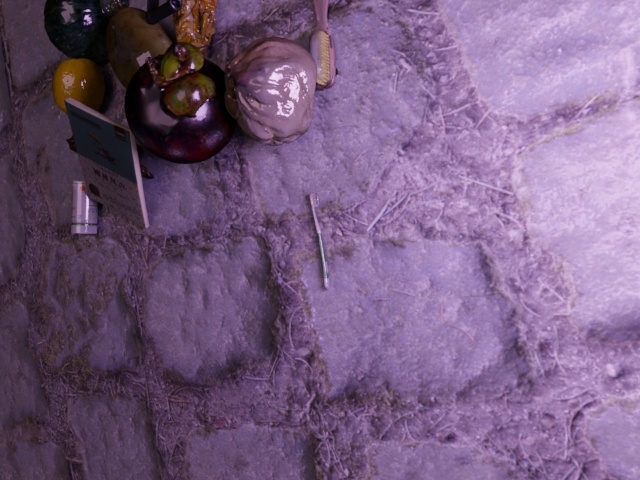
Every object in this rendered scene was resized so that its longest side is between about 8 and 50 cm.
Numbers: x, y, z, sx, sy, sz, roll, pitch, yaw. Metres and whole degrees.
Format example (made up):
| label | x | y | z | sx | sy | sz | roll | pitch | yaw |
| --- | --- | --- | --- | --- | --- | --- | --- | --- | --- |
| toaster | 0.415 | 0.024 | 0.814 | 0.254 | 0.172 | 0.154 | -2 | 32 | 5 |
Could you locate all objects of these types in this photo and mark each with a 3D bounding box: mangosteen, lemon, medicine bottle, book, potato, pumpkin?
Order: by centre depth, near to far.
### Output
| label | x | y | z | sx | sy | sz | roll | pitch | yaw |
| --- | --- | --- | --- | --- | --- | --- | --- | --- | --- |
| mangosteen | -0.380 | -0.368 | 1.319 | 0.306 | 0.359 | 0.306 | -1 | 80 | 3 |
| potato | -0.549 | -0.581 | 1.517 | 0.210 | 0.173 | 0.307 | -38 | 71 | 27 |
| book | -0.654 | -0.229 | 1.527 | 0.264 | 0.031 | 0.379 | 26 | 137 | 17 |
| pumpkin | -0.816 | -0.764 | 1.657 | 0.263 | 0.197 | 0.292 | 10 | 93 | 32 |
| lemon | -0.825 | -0.518 | 1.682 | 0.170 | 0.170 | 0.207 | 24 | 109 | 28 |
| medicine bottle | -0.827 | -0.117 | 1.728 | 0.086 | 0.086 | 0.183 | 3 | 91 | 30 |

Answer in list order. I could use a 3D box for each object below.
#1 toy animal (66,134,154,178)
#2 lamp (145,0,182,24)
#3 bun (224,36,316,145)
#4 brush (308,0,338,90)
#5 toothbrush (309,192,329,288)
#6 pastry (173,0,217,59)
| label | x | y | z | sx | sy | sz | roll | pitch | yaw |
| --- | --- | --- | --- | --- | --- | --- | --- | --- | --- |
| toy animal | -0.699 | -0.289 | 1.614 | 0.312 | 0.157 | 0.097 | 22 | 102 | 29 |
| lamp | -0.494 | -0.838 | 1.334 | 0.205 | 0.272 | 0.374 | 4 | 81 | 46 |
| bun | -0.136 | -0.375 | 1.237 | 0.281 | 0.205 | 0.281 | 18 | 113 | 47 |
| brush | -0.004 | -0.548 | 1.269 | 0.072 | 0.067 | 0.312 | -3 | 87 | 31 |
| toothbrush | 0.000 | 0.000 | 1.294 | 0.024 | 0.018 | 0.257 | -10 | 85 | 23 |
| pastry | -0.365 | -0.671 | 1.450 | 0.154 | 0.102 | 0.250 | -8 | 84 | 28 |
